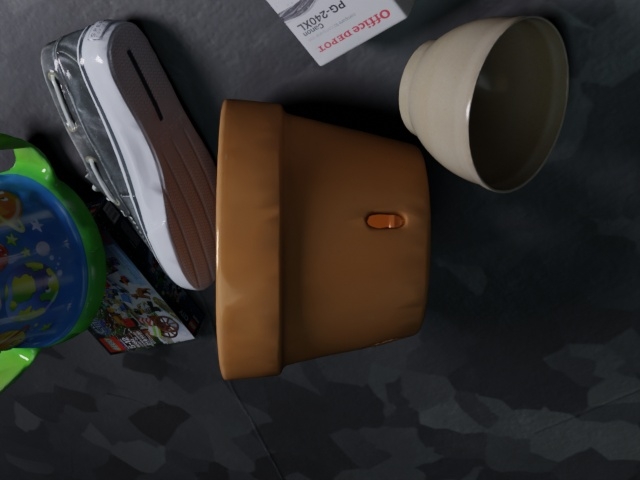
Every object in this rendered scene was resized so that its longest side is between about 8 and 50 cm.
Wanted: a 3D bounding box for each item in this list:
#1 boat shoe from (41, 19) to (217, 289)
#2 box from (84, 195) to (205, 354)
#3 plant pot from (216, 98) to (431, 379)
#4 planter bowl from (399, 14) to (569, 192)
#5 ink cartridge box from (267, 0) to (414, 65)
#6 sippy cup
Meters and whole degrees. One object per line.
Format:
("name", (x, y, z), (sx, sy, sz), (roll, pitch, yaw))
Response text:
("boat shoe", (-0.207, -0.092, 1.094), (0.119, 0.121, 0.335), (0, 122, 30))
("box", (-0.286, 0.054, 1.295), (0.159, 0.044, 0.233), (-15, 126, 30))
("plant pot", (0.000, 0.000, 0.999), (0.204, 0.290, 0.290), (0, 135, -3))
("planter bowl", (0.144, -0.135, 0.900), (0.109, 0.162, 0.162), (21, 144, 41))
("ink cartridge box", (0.004, -0.252, 0.885), (0.109, 0.063, 0.150), (-23, 121, 35))
("sippy cup", (-0.416, 0.042, 1.141), (0.240, 0.224, 0.305), (-21, 91, 31))
